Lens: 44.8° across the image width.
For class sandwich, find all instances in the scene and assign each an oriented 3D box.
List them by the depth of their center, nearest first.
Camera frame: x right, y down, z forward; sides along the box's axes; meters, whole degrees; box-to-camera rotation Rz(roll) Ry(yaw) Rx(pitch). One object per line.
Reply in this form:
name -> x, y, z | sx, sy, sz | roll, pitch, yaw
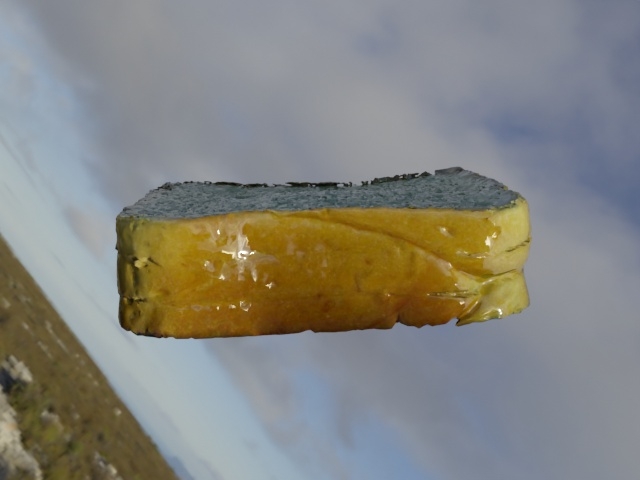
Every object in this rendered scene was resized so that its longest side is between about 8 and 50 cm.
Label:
sandwich -> 0.000, 0.000, 0.448 | 0.186, 0.215, 0.065 | -91, 179, -80
